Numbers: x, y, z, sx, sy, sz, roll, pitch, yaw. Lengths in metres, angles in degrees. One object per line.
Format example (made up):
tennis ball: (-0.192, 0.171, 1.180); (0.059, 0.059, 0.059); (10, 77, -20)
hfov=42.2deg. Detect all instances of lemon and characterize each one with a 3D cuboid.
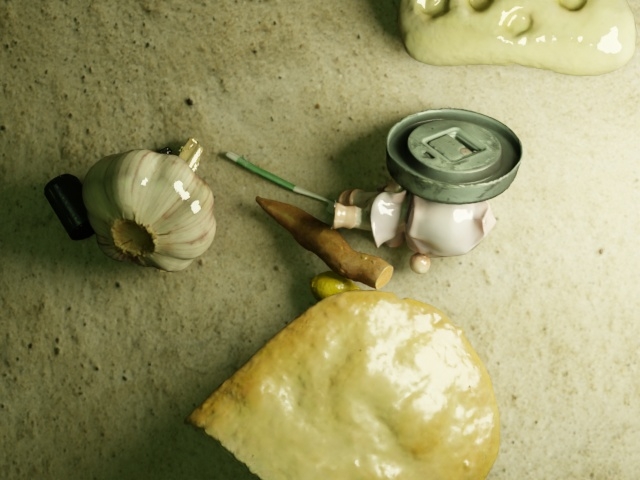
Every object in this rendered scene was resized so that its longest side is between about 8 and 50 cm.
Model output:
lemon: (0.025, 0.085, 1.455); (0.092, 0.065, 0.065); (7, 87, -7)

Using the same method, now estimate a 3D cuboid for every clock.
clock: (0.219, -0.142, 1.374); (0.225, 0.049, 0.226); (0, 42, 0)

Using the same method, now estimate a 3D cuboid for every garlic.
garlic: (-0.282, -0.090, 1.481); (0.245, 0.245, 0.253); (15, 52, 12)

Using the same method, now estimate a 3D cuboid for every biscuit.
biscuit: (0.084, 0.299, 1.345); (0.446, 0.104, 0.429); (-41, 81, -15)

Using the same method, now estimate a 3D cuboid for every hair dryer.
hair dryer: (-0.393, -0.115, 1.555); (0.248, 0.070, 0.114); (-35, 80, 3)

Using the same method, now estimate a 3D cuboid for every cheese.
cheese: (0.314, -0.371, 1.401); (0.328, 0.129, 0.351); (-33, 78, 5)

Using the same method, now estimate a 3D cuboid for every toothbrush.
toothbrush: (-0.064, -0.103, 1.511); (0.257, 0.018, 0.024); (28, 97, 11)

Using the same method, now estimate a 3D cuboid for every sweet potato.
sweet potato: (0.000, 0.000, 1.450); (0.281, 0.067, 0.059); (33, 126, 30)

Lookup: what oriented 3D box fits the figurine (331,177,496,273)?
figurine: (0.158, -0.044, 1.403); (0.275, 0.133, 0.200); (5, 90, 12)
